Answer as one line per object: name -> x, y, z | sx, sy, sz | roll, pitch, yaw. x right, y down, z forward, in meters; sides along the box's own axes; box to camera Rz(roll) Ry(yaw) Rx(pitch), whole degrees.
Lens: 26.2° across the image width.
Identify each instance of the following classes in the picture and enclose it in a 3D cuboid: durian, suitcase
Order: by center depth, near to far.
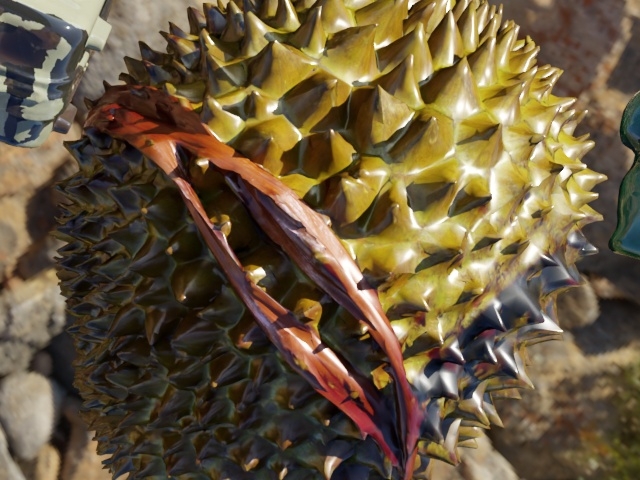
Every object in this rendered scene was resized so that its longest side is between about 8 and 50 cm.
durian -> 0.000, 0.002, 0.842 | 0.347, 0.347, 0.384 | 39, 61, -38
suitcase -> -0.365, -0.280, 1.367 | 0.339, 0.352, 0.194 | 23, 123, -11

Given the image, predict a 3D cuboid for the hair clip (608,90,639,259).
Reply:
hair clip -> 0.163, -0.026, 0.317 | 0.195, 0.124, 0.052 | -7, 166, 16
